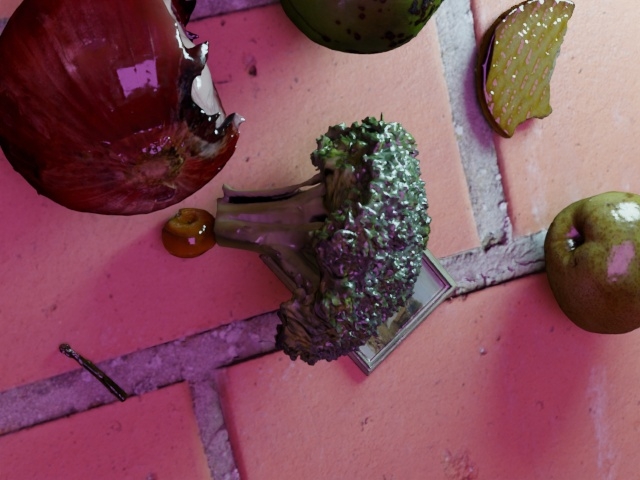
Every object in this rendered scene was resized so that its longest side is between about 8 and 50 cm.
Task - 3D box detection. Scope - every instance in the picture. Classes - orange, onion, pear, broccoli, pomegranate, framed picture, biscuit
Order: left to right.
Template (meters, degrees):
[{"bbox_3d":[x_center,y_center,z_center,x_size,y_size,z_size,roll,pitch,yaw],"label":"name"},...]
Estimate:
[{"bbox_3d":[-0.262,-0.180,1.449,0.341,0.341,0.341,-3,99,-19],"label":"onion"},{"bbox_3d":[-0.185,-0.006,1.632,0.086,0.086,0.062,-17,126,-17],"label":"orange"},{"bbox_3d":[0.021,0.008,1.603,0.249,0.302,0.375,34,59,-42],"label":"broccoli"},{"bbox_3d":[0.067,0.048,1.760,0.217,0.017,0.274,-46,109,-9],"label":"framed picture"},{"bbox_3d":[0.063,-0.385,1.585,0.254,0.270,0.254,7,119,14],"label":"pomegranate"},{"bbox_3d":[0.331,-0.285,1.798,0.228,0.031,0.176,-42,110,-11],"label":"biscuit"},{"bbox_3d":[0.457,0.031,1.804,0.211,0.188,0.228,31,89,-24],"label":"pear"}]

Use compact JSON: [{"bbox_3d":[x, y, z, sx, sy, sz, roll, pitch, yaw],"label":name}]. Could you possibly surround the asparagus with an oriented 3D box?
[{"bbox_3d":[-0.328,0.190,1.639,0.127,0.015,0.018,45,81,-20],"label":"asparagus"}]
